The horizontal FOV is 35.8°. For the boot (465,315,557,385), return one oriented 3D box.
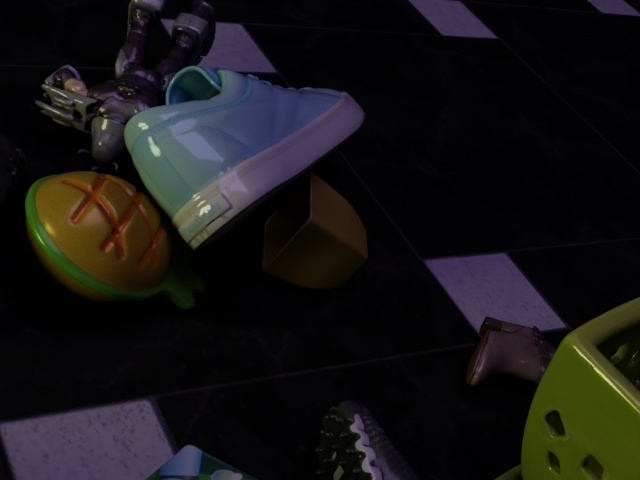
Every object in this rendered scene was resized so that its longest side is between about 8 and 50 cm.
[{"bbox_3d":[0.190,0.118,0.954,0.087,0.042,0.118,28,36,3],"label":"boot"}]

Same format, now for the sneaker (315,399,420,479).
[{"bbox_3d":[0.072,0.220,0.729,0.106,0.078,0.234,3,44,-31],"label":"sneaker"}]

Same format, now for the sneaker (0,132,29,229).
[{"bbox_3d":[-0.304,-0.043,0.840,0.130,0.109,0.286,6,41,-35],"label":"sneaker"}]

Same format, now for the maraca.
[{"bbox_3d":[-0.174,0.003,0.858,0.185,0.099,0.127,23,38,-46],"label":"maraca"}]

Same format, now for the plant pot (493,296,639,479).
[{"bbox_3d":[0.284,0.190,0.769,0.227,0.207,0.228,-13,49,-41],"label":"plant pot"}]

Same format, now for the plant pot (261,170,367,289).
[{"bbox_3d":[0.000,0.000,0.971,0.083,0.081,0.081,30,32,-22],"label":"plant pot"}]

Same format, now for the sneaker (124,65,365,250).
[{"bbox_3d":[-0.066,-0.121,0.974,0.150,0.135,0.366,53,24,-4],"label":"sneaker"}]

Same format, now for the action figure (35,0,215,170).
[{"bbox_3d":[-0.191,-0.170,1.071,0.185,0.099,0.285,25,47,-9],"label":"action figure"}]

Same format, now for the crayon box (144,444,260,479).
[{"bbox_3d":[-0.012,0.257,0.552,0.323,0.083,0.203,21,32,25],"label":"crayon box"}]
